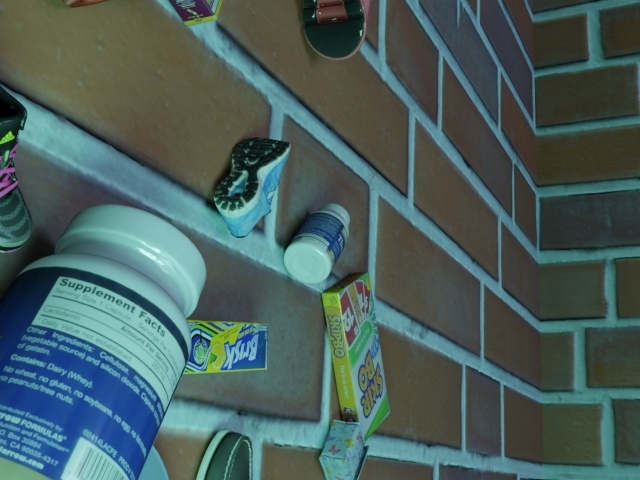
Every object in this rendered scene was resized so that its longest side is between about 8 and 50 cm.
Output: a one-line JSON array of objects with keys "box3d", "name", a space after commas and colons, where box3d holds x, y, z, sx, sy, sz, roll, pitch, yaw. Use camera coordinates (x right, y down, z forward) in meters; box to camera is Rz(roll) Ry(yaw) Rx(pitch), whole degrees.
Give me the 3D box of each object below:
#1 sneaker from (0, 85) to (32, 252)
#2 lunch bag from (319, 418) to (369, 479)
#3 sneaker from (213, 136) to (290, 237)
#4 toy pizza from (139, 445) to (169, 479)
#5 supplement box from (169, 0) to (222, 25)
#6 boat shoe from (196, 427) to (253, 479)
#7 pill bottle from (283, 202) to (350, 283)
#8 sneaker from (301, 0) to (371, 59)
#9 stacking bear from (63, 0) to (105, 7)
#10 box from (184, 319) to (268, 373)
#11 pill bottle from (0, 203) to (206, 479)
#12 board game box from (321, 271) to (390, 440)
[{"box3d": [-0.250, -0.067, 0.620, 0.063, 0.075, 0.170, -52, 132, -56], "name": "sneaker"}, {"box3d": [0.037, 0.308, 1.190, 0.071, 0.053, 0.083, -63, 150, -46], "name": "lunch bag"}, {"box3d": [-0.082, -0.066, 1.016, 0.162, 0.064, 0.073, -62, 157, -43], "name": "sneaker"}, {"box3d": [-0.196, 0.259, 0.727, 0.201, 0.032, 0.201, -4, 90, -66], "name": "toy pizza"}, {"box3d": [-0.145, -0.286, 0.918, 0.083, 0.043, 0.054, 55, 39, -48], "name": "supplement box"}, {"box3d": [-0.096, 0.313, 0.885, 0.081, 0.069, 0.227, 48, 44, -53], "name": "boat shoe"}, {"box3d": [0.000, 0.000, 1.147, 0.120, 0.067, 0.067, -59, 137, -51], "name": "pill bottle"}, {"box3d": [0.017, -0.429, 1.245, 0.136, 0.116, 0.313, -45, 134, -71], "name": "sneaker"}, {"box3d": [-0.176, -0.380, 0.743, 0.175, 0.164, 0.288, -30, 106, -48], "name": "stacking bear"}, {"box3d": [-0.120, 0.112, 0.882, 0.169, 0.059, 0.054, 13, 76, -63], "name": "box"}, {"box3d": [-0.187, 0.106, 0.631, 0.264, 0.153, 0.153, -71, 146, -41], "name": "pill bottle"}, {"box3d": [0.058, 0.188, 1.281, 0.124, 0.039, 0.259, -28, 113, -62], "name": "board game box"}]
